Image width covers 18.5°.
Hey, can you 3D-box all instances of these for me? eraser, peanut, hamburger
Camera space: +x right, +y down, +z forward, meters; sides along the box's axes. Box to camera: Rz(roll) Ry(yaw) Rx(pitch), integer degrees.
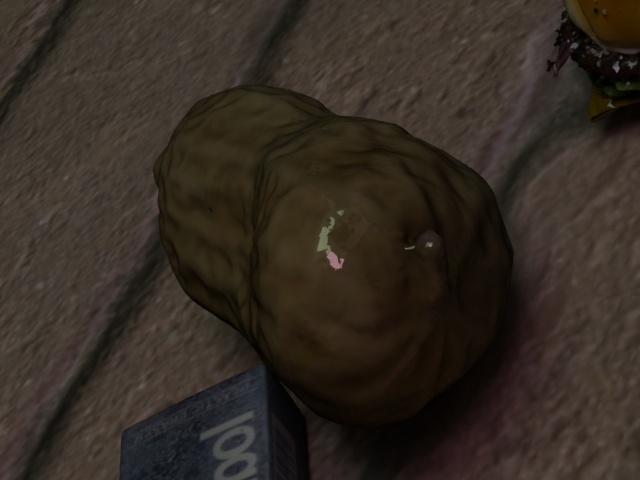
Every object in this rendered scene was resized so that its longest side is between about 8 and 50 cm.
[{"bbox_3d":[-0.051,0.150,0.953,0.092,0.046,0.212,-27,29,11],"label":"eraser"},{"bbox_3d":[0.009,0.003,1.019,0.143,0.159,0.291,-69,24,7],"label":"peanut"},{"bbox_3d":[0.207,-0.148,1.064,0.189,0.093,0.164,-17,37,22],"label":"hamburger"}]
